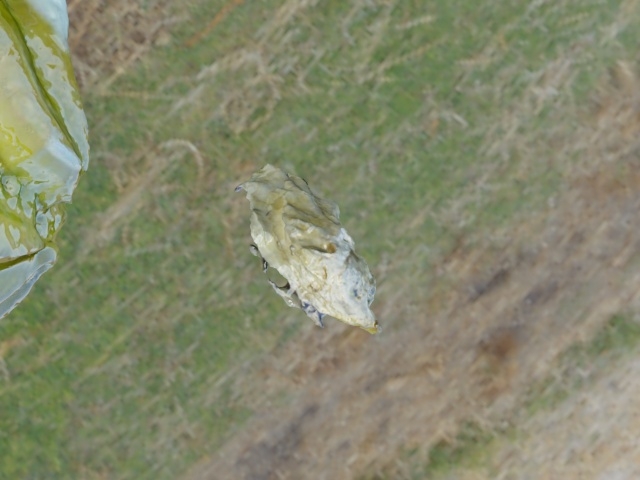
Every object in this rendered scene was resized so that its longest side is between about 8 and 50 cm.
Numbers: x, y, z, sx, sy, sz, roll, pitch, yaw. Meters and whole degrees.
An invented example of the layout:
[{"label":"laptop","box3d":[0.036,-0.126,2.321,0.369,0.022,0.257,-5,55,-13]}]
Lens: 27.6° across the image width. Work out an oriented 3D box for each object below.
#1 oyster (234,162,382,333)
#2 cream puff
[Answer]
[{"label":"oyster","box3d":[-0.008,-0.006,1.219,0.133,0.209,0.072,25,124,-23]},{"label":"cream puff","box3d":[-0.326,-0.047,0.927,0.378,0.378,0.275,-41,107,-7]}]
